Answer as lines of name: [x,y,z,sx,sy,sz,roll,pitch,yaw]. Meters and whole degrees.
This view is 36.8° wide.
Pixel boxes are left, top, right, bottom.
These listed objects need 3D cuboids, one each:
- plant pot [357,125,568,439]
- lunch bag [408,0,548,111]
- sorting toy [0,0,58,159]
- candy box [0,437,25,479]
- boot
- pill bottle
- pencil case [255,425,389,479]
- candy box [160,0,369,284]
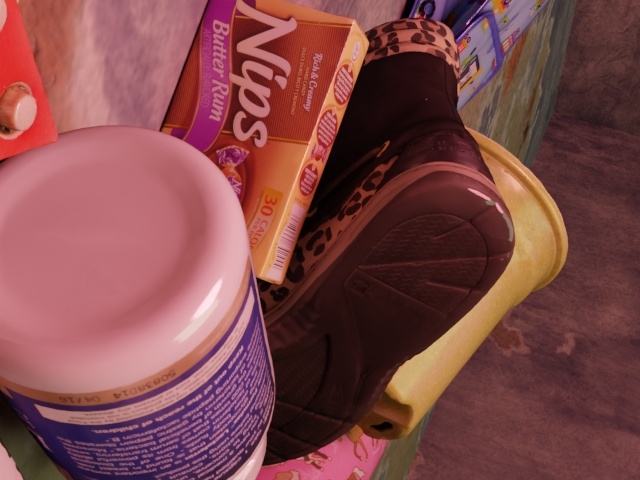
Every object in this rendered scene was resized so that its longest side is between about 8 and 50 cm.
plant pot: [0.074,0.052,0.988,0.254,0.276,0.276,-55,159,-28]
lunch bag: [0.172,-0.269,1.229,0.293,0.138,0.221,-58,165,1]
sorting toy: [-0.187,-0.022,0.304,0.255,0.089,0.257,42,68,-73]
candy box: [-0.181,0.193,0.472,0.196,0.070,0.165,89,-9,-51]
boot: [0.000,0.000,0.812,0.377,0.138,0.284,-47,-155,34]
pill bottle: [-0.105,0.070,0.572,0.265,0.153,0.153,85,29,-55]
pencil case: [-0.010,0.235,1.086,0.386,0.167,0.160,-49,134,-51]
candy box: [-0.049,-0.075,0.673,0.053,0.109,0.187,26,84,-73]
